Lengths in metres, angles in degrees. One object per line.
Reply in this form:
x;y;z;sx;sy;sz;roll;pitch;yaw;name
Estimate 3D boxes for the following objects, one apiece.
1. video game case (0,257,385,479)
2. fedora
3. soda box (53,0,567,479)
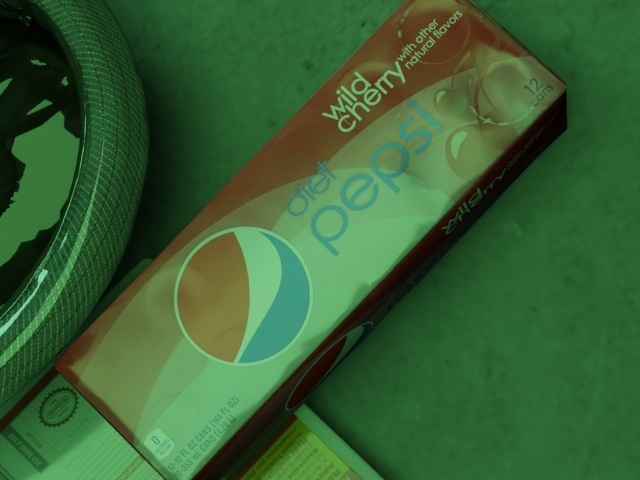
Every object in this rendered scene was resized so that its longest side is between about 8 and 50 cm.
-0.057;0.175;0.955;0.285;0.025;0.204;43;83;12;video game case
-0.200;-0.016;0.964;0.244;0.124;0.275;29;84;16;fedora
0.000;0.000;0.925;0.092;0.083;0.263;43;89;12;soda box
